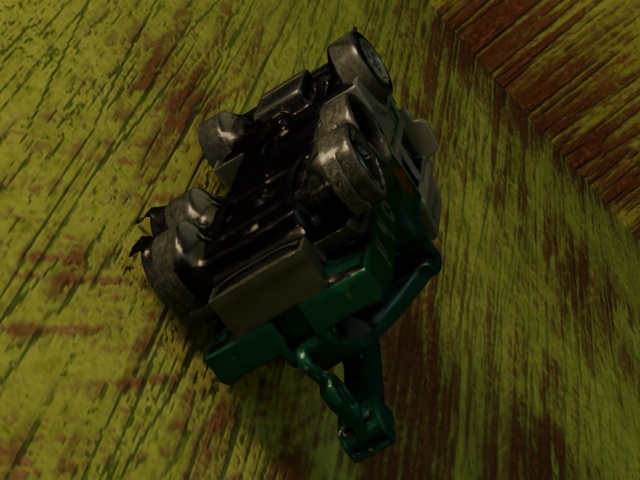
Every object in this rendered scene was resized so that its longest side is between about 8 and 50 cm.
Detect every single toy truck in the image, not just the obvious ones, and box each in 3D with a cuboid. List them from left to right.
[{"bbox_3d":[-0.004,-0.007,1.275,0.178,0.177,0.363,54,18,-20],"label":"toy truck"}]
